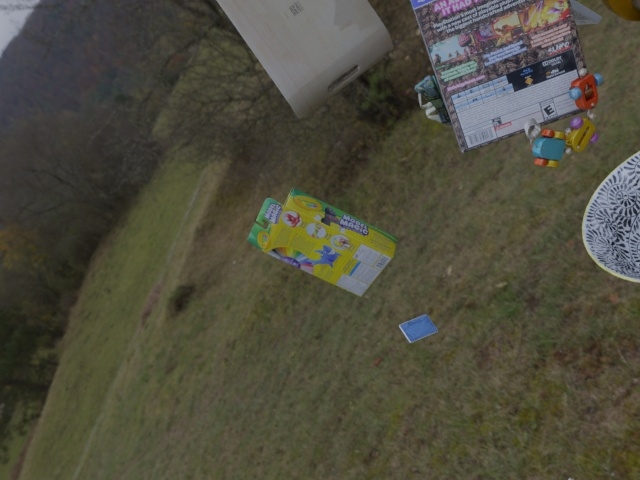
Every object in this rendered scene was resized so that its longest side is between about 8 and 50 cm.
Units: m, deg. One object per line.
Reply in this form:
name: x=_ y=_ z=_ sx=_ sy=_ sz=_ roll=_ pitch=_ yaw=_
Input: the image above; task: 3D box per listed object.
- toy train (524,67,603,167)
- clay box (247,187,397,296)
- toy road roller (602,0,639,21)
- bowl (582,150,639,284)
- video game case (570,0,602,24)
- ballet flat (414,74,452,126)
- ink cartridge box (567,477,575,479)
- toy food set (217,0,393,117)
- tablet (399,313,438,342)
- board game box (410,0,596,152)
toy train: x=0.388 y=-0.193 z=0.935 sx=0.166 sy=0.125 sz=0.046 roll=-36 pitch=26 yaw=-11
clay box: x=0.000 y=0.000 z=0.964 sx=0.127 sy=0.222 sz=0.053 roll=-58 pitch=8 yaw=46
toy road roller: x=0.622 y=-0.489 z=0.940 sx=0.330 sy=0.202 sz=0.240 roll=-23 pitch=28 yaw=14
bowl: x=0.326 y=-0.011 z=0.497 sx=0.170 sy=0.080 sz=0.170 roll=-35 pitch=29 yaw=23
video game case: x=0.532 y=-0.529 z=1.302 sx=0.019 sy=0.157 sz=0.143 roll=-62 pitch=12 yaw=15
ballet flat: x=0.292 y=-0.350 z=1.490 sx=0.070 sy=0.188 sz=0.070 roll=-17 pitch=53 yaw=24
ink cartridge box: x=0.434 y=0.439 z=0.825 sx=0.191 sy=0.140 sz=0.082 roll=-29 pitch=-39 yaw=-84
toy food set: x=-0.039 y=-0.415 z=1.077 sx=0.220 sy=0.306 sz=0.092 roll=-35 pitch=-1 yaw=4
tablet: x=0.236 y=0.212 z=1.393 sx=0.054 sy=0.083 sz=0.006 roll=57 pitch=153 yaw=32
board game box: x=0.312 y=-0.338 z=1.013 sx=0.232 sy=0.291 sz=0.141 roll=-18 pitch=18 yaw=17
